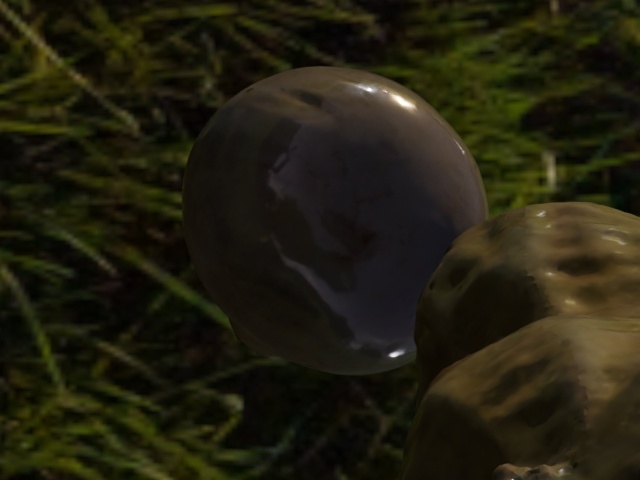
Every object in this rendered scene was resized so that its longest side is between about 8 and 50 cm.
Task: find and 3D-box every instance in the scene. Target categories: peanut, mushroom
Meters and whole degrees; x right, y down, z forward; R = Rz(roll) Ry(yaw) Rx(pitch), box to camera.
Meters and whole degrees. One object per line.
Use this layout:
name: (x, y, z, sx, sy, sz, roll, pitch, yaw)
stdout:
peanut: (0.093, 0.074, 0.543, 0.325, 0.153, 0.140, -102, -144, -70)
mushroom: (0.015, -0.005, 1.142, 0.209, 0.206, 0.206, 68, 32, -61)
